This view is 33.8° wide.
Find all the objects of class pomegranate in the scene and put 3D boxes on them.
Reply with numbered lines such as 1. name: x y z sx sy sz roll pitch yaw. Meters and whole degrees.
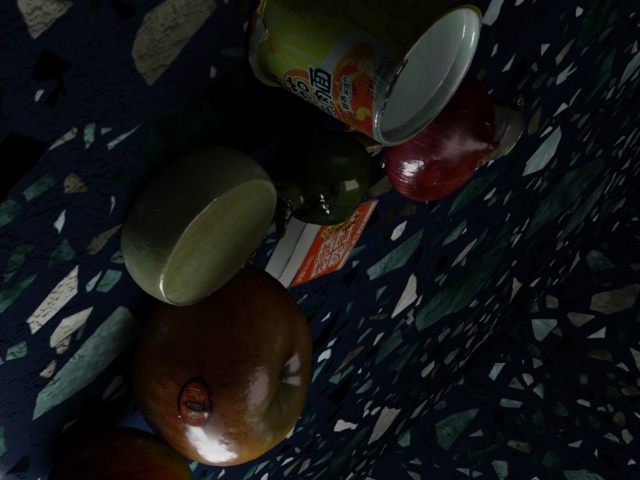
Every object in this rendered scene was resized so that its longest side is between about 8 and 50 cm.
1. pomegranate: -0.014 -0.081 1.555 0.191 0.131 0.152 -21 148 -39

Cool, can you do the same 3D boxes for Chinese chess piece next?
1. Chinese chess piece: -0.161 -0.019 1.410 0.237 0.092 0.238 -42 156 -24

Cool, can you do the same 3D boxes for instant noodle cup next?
1. instant noodle cup: 0.067 -0.257 1.335 0.264 0.200 0.264 -43 157 -23

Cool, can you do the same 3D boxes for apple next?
1. apple: -0.134 0.190 1.584 0.277 0.250 0.309 -32 150 -37

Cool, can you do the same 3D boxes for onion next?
1. onion: 0.212 -0.175 1.830 0.248 0.161 0.248 -20 139 -19

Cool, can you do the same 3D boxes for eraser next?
1. eraser: 0.000 0.000 1.827 0.230 0.038 0.157 -17 141 -55

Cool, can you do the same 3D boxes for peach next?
1. peach: -0.308 0.393 1.614 0.231 0.231 0.231 -41 156 -23

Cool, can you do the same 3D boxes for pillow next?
1. pillow: 0.347 -0.211 2.146 0.255 0.059 0.169 -12 139 -59

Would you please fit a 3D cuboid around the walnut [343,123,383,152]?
1. walnut: 0.105 -0.204 1.670 0.170 0.069 0.143 -42 156 -27
